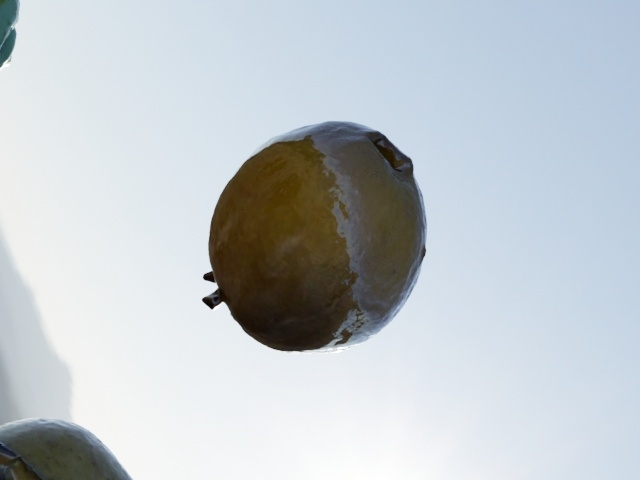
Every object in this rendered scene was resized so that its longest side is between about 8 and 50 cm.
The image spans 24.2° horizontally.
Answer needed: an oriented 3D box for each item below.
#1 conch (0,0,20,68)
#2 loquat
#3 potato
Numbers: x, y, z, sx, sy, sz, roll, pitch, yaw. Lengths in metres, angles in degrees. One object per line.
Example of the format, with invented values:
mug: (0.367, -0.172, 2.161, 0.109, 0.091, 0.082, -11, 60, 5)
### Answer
conch: (-0.296, -0.189, 1.157, 0.079, 0.106, 0.170, 13, -15, 39)
loquat: (0.000, 0.000, 1.432, 0.193, 0.238, 0.238, 26, 26, -47)
potato: (-0.290, 0.316, 1.636, 0.285, 0.242, 0.242, 56, -12, 2)
